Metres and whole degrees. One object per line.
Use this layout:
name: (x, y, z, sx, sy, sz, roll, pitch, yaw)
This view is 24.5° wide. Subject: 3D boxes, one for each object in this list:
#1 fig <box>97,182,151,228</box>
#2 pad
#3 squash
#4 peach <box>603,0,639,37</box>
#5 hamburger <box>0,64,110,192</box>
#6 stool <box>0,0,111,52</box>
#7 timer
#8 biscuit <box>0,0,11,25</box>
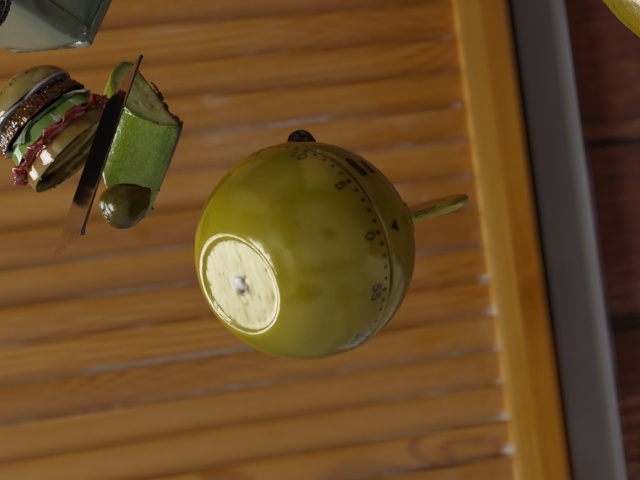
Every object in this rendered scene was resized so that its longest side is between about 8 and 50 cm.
fig: (-0.303, -0.058, 2.309, 0.088, 0.074, 0.074, -29, -169, -30)
pad: (-0.210, -0.070, 1.369, 0.006, 0.170, 0.245, 20, 170, -13)
squash: (-0.346, -0.162, 2.579, 0.093, 0.169, 0.252, -19, 150, -37)
peach: (0.361, -0.231, 1.381, 0.153, 0.251, 0.251, -49, 162, 20)
hamburger: (-0.371, -0.162, 1.986, 0.175, 0.137, 0.175, -42, 176, -4)
stool: (-0.328, -0.371, 1.568, 0.170, 0.270, 0.243, 4, 156, 49)
timer: (0.000, 0.000, 2.285, 0.376, 0.376, 0.387, -8, -168, 43)
biscuit: (-0.326, -0.240, 1.403, 0.087, 0.089, 0.027, -6, -177, 43)
